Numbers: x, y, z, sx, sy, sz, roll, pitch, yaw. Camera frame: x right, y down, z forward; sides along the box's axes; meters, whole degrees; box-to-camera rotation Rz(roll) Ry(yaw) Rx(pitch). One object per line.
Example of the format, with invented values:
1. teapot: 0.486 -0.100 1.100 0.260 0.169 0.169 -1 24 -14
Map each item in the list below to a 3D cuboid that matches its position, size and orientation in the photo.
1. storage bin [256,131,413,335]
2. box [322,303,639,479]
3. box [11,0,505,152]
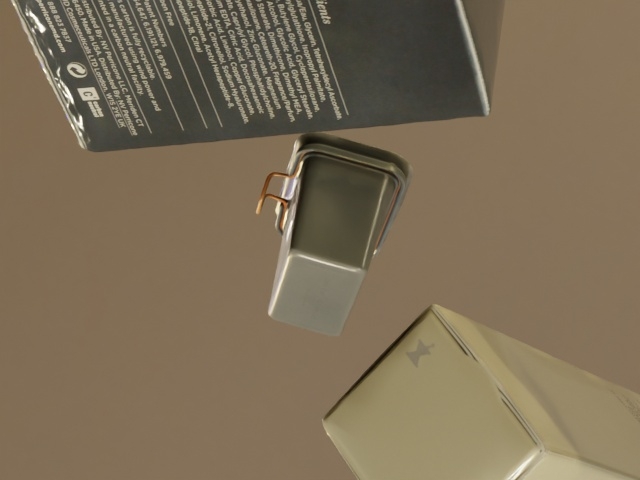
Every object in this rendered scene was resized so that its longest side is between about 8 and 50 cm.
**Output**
1. storage bin: 0.000 0.000 1.226 0.135 0.098 0.091 110 -4 -59
2. box: 0.128 0.131 0.991 0.094 0.275 0.113 -47 -126 14
3. box: -0.040 -0.268 1.610 0.396 0.212 0.293 -4 -134 18
